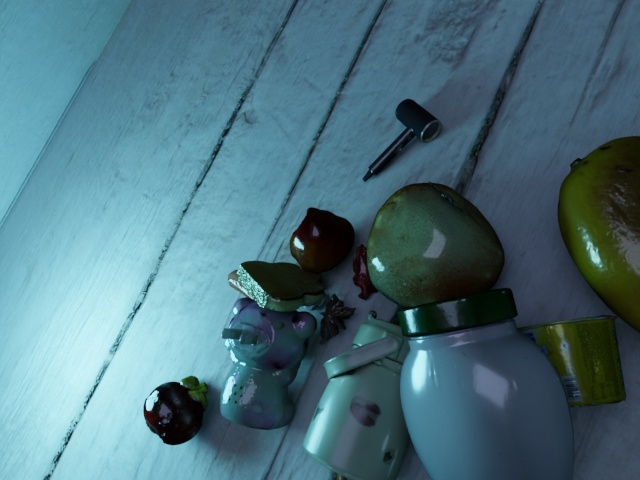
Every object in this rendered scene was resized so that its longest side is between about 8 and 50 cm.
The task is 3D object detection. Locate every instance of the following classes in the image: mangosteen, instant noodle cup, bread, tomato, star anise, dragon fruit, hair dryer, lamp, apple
[{"bbox_3d":[-0.376,0.446,1.302,0.166,0.166,0.180,30,61,34],"label":"mangosteen"},{"bbox_3d":[0.466,0.230,0.914,0.204,0.205,0.153,-15,70,22],"label":"instant noodle cup"},{"bbox_3d":[-0.089,0.113,1.246,0.286,0.207,0.056,-141,57,-62],"label":"bread"},{"bbox_3d":[0.245,0.010,1.089,0.303,0.239,0.304,-14,61,26],"label":"tomato"},{"bbox_3d":[0.029,0.207,1.236,0.129,0.056,0.124,-62,31,-1],"label":"star anise"},{"bbox_3d":[0.109,0.079,1.238,0.097,0.063,0.132,18,79,33],"label":"dragon fruit"},{"bbox_3d":[0.197,-0.266,1.339,0.255,0.070,0.128,-43,56,12],"label":"hair dryer"},{"bbox_3d":[-0.157,0.291,1.193,0.247,0.247,0.302,10,82,34],"label":"lamp"},{"bbox_3d":[0.003,0.006,1.275,0.147,0.156,0.159,31,107,38],"label":"apple"}]

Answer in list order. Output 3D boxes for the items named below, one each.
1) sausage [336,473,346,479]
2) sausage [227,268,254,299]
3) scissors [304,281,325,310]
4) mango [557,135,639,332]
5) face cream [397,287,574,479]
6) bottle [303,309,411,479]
[{"bbox_3d":[0.049,0.576,1.090,0.024,0.024,0.133,-13,66,23],"label":"sausage"},{"bbox_3d":[-0.204,0.132,1.388,0.169,0.065,0.065,32,87,33],"label":"sausage"},{"bbox_3d":[-0.074,0.139,1.343,0.188,0.015,0.100,1,69,31],"label":"scissors"},{"bbox_3d":[0.620,0.011,0.893,0.300,0.221,0.446,-14,66,-9],"label":"mango"},{"bbox_3d":[0.274,0.277,0.859,0.312,0.219,0.358,-25,73,54],"label":"face cream"},{"bbox_3d":[0.110,0.316,1.051,0.229,0.229,0.352,15,77,32],"label":"bottle"}]
